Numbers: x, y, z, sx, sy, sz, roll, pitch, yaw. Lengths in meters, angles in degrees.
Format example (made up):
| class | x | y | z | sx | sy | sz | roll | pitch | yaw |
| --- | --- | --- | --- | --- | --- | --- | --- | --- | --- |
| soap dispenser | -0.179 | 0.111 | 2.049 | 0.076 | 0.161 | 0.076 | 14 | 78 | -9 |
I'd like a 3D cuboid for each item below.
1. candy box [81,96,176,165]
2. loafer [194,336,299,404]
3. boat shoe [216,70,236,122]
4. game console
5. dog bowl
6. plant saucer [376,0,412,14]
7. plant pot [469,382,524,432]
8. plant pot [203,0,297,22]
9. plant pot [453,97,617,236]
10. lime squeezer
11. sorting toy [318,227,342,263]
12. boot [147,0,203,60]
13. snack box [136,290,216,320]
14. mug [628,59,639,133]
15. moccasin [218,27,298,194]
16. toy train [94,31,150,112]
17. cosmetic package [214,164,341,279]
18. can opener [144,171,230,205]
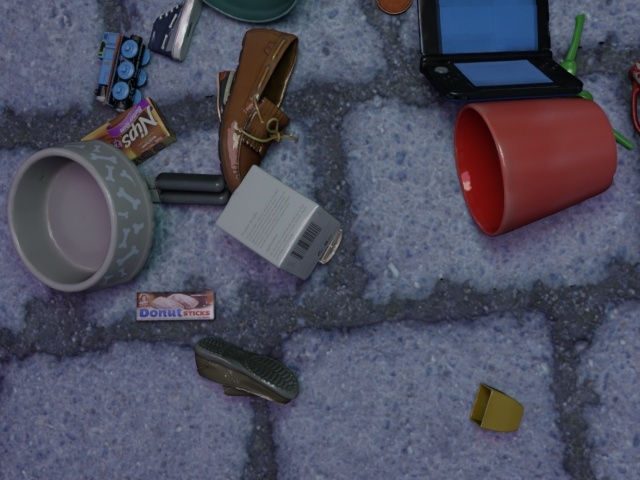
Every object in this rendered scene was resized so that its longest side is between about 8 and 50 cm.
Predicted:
| class | x | y | z | sx | sy | sz | roll | pitch | yaw |
| --- | --- | --- | --- | --- | --- | --- | --- | --- | --- |
| candy box | -0.437 | -0.230 | 1.563 | 0.186 | 0.053 | 0.109 | -31 | 82 | 5 |
| loafer | -0.162 | 0.292 | 1.469 | 0.251 | 0.094 | 0.088 | 23 | 113 | 18 |
| boat shoe | -0.209 | -0.319 | 1.545 | 0.043 | 0.049 | 0.137 | -5 | 79 | 5 |
| game console | 0.357 | -0.407 | 1.367 | 0.293 | 0.250 | 0.173 | -6 | 125 | -9 |
| dog bowl | -0.527 | -0.048 | 1.471 | 0.348 | 0.102 | 0.349 | 5 | 101 | 24 |
| plant saucer | 0.167 | -0.547 | 1.533 | 0.083 | 0.013 | 0.084 | -1 | 84 | 7 |
| plant pot | 0.365 | 0.347 | 1.393 | 0.083 | 0.081 | 0.081 | 18 | 87 | -2 |
| plant pot | -0.148 | -0.651 | 1.472 | 0.292 | 0.293 | 0.196 | 15 | 60 | 9 |
| plant pot | 0.424 | -0.161 | 1.350 | 0.243 | 0.275 | 0.275 | -12 | 83 | -4 |
| lime squeezer | 0.560 | -0.324 | 1.451 | 0.109 | 0.059 | 0.311 | -14 | 81 | -26 |
| sorting toy | 0.000 | 0.000 | 1.492 | 0.075 | 0.045 | 0.083 | 29 | 88 | 16 |
| boot | -0.331 | -0.514 | 1.566 | 0.086 | 0.069 | 0.190 | 19 | 89 | 6 |
| snack box | -0.323 | 0.146 | 1.527 | 0.178 | 0.022 | 0.064 | -2 | 86 | 7 |
| mug | 0.706 | -0.300 | 1.393 | 0.150 | 0.113 | 0.169 | -34 | 78 | 1 |
| moccasin | -0.124 | -0.274 | 1.493 | 0.146 | 0.139 | 0.380 | 10 | 77 | 17 |
| toy train | -0.460 | -0.387 | 1.571 | 0.105 | 0.080 | 0.184 | 11 | 88 | 17 |
| cosmetic package | -0.086 | -0.035 | 1.429 | 0.183 | 0.151 | 0.151 | 34 | 90 | 24 |
| can opener | -0.341 | -0.105 | 1.515 | 0.280 | 0.074 | 0.093 | 1 | 42 | 11 |
